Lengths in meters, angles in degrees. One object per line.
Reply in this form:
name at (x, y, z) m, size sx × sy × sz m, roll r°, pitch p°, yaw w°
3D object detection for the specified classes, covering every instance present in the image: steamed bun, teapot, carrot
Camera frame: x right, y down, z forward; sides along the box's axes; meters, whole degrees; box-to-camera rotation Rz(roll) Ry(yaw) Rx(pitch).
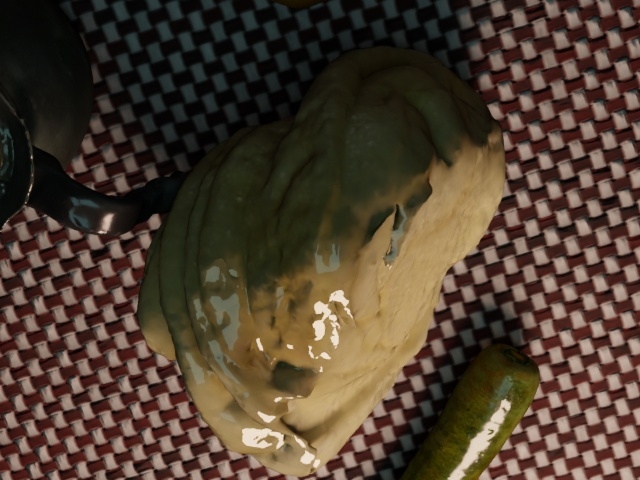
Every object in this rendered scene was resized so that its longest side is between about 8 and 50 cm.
steamed bun at (-0.004, 0.003, 1.413) m, size 0.230 × 0.325 × 0.372 m, roll 30°, pitch 105°, yaw 24°
teapot at (-0.295, -0.072, 1.374) m, size 0.223 × 0.285 × 0.305 m, roll -39°, pitch 106°, yaw 15°
carrot at (0.107, 0.254, 1.621) m, size 0.074 × 0.074 × 0.358 m, roll 28°, pitch 111°, yaw -10°

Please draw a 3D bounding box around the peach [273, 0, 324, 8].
peach at (-0.027, -0.274, 1.374) m, size 0.138 × 0.138 × 0.138 m, roll 0°, pitch 112°, yaw 0°
